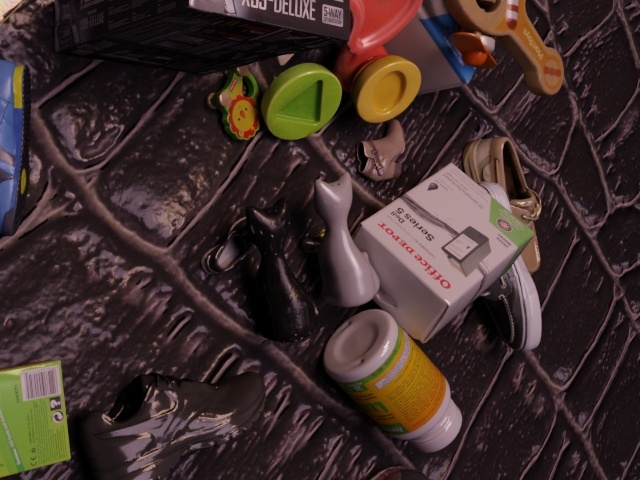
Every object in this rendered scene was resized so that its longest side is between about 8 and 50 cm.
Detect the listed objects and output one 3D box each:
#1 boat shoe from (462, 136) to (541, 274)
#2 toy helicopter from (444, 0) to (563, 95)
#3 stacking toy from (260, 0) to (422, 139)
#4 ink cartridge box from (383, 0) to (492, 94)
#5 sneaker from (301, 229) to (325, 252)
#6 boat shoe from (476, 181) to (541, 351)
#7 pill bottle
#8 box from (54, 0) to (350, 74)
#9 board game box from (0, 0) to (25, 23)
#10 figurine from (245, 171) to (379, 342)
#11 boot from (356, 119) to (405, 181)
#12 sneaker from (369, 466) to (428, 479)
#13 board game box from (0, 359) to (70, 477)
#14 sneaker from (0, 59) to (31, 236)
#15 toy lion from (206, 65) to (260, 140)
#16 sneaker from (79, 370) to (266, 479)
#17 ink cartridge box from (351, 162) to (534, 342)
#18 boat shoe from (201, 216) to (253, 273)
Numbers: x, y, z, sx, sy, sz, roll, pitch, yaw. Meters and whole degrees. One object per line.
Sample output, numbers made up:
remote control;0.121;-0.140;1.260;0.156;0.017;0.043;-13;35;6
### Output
boat shoe;0.376;-0.061;1.744;0.109;0.098;0.302;-36;110;-40
toy helicopter;0.302;-0.349;1.457;0.355;0.140;0.235;41;63;-37
stacking toy;0.013;-0.311;1.371;0.280;0.130;0.309;-22;144;-18
ink cartridge box;0.202;-0.496;1.576;0.285;0.166;0.395;48;57;-30
sneaker;0.000;0.000;1.434;0.083;0.031;0.035;4;65;-44
boat shoe;0.316;0.060;1.683;0.119;0.121;0.335;-19;94;-20
pill bottle;0.126;0.237;1.450;0.245;0.136;0.136;49;56;-29
box;-0.154;-0.278;1.121;0.242;0.307;0.076;0;90;-43
board game box;-0.447;-0.279;1.022;0.141;0.048;0.170;52;54;-29
figurine;-0.014;0.016;1.338;0.215;0.092;0.209;-26;114;-37
boot;0.102;-0.159;1.537;0.087;0.042;0.118;8;73;-35
sneaker;0.120;0.435;1.406;0.281;0.163;0.106;-5;90;-43
board game box;-0.414;0.217;1.011;0.259;0.039;0.124;-5;89;-46
sneaker;-0.390;-0.110;1.058;0.082;0.069;0.209;1;94;-11
toy lion;-0.121;-0.205;1.337;0.096;0.034;0.100;46;56;-39
sneaker;-0.189;0.225;1.181;0.286;0.109;0.130;-24;96;-44
ink cartridge box;0.197;0.014;1.496;0.198;0.114;0.273;43;48;15
boat shoe;-0.122;0.005;1.306;0.125;0.038;0.046;-41;113;-38
